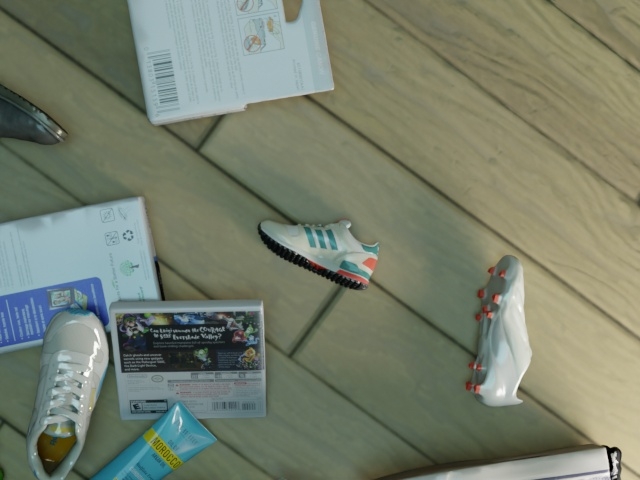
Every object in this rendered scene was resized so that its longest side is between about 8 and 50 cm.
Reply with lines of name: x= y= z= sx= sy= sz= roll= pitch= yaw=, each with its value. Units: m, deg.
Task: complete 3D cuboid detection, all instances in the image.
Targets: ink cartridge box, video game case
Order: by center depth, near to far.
video game case: x=-0.165 y=0.152 z=1.617 sx=0.190 sy=0.022 sz=0.173 roll=-1 pitch=120 yaw=-1
ink cartridge box: x=-0.123 y=-0.301 z=1.622 sx=0.239 sy=0.060 sz=0.275 roll=-10 pitch=91 yaw=-2
ink cartridge box: x=-0.372 y=0.053 z=1.626 sx=0.332 sy=0.065 sz=0.165 roll=-11 pitch=93 yaw=-2

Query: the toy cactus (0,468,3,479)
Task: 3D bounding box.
toy cactus: x=-0.461 y=0.320 z=1.584 sx=0.112 sy=0.180 sz=0.219 roll=-38 pitch=87 yaw=20

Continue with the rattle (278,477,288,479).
rattle: x=0.043 y=0.354 z=1.644 sx=0.143 sy=0.130 sz=0.199 roll=-38 pitch=63 yaw=-13

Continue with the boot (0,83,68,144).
boot: x=-0.444 y=-0.100 z=1.615 sx=0.189 sy=0.076 sz=0.208 roll=29 pitch=84 yaw=12

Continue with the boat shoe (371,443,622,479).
boat shoe: x=0.224 y=0.356 z=1.611 sx=0.340 sy=0.127 sz=0.158 roll=-7 pitch=84 yaw=-1

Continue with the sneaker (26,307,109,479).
sneaker: x=-0.313 y=0.193 z=1.587 sx=0.087 sy=0.092 sz=0.229 roll=8 pitch=111 yaw=-13

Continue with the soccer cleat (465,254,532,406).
soccer cleat: x=0.240 y=0.117 z=1.642 sx=0.076 sy=0.068 sz=0.196 roll=9 pitch=93 yaw=-16

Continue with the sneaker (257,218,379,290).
sneaker: x=0.000 y=0.000 z=1.642 sx=0.161 sy=0.057 sz=0.075 roll=26 pitch=74 yaw=0

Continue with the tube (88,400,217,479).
tube: x=-0.238 y=0.295 z=1.645 sx=0.207 sy=0.052 sz=0.080 roll=-39 pitch=123 yaw=-2
